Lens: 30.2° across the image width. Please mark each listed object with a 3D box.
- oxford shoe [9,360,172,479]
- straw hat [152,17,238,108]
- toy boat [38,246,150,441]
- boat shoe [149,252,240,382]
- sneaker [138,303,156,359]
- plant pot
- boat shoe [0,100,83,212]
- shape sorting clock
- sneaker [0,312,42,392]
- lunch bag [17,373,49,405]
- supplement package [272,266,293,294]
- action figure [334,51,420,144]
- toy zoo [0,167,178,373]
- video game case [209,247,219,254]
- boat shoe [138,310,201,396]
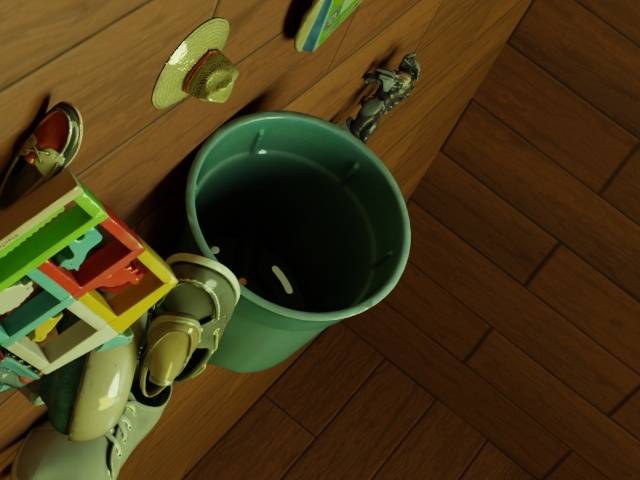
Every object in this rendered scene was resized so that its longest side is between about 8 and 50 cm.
[{"bbox_3d":[-0.374,0.318,1.979,0.130,0.169,0.449,-52,179,24],"label":"oxford shoe"},{"bbox_3d":[-0.133,-0.198,1.437,0.144,0.061,0.144,-50,172,-10],"label":"straw hat"},{"bbox_3d":[-0.297,0.096,1.531,0.318,0.148,0.267,115,-14,-54],"label":"toy boat"},{"bbox_3d":[-0.179,0.110,1.622,0.305,0.109,0.091,111,-2,-64],"label":"boat shoe"},{"bbox_3d":[-0.321,0.171,1.908,0.090,0.081,0.232,-49,172,-51],"label":"sneaker"},{"bbox_3d":[-0.082,0.031,1.833,0.341,0.341,0.334,-46,176,-34],"label":"plant pot"},{"bbox_3d":[-0.284,-0.081,1.193,0.137,0.049,0.043,-51,171,29],"label":"boat shoe"},{"bbox_3d":[0.025,-0.354,1.681,0.206,0.040,0.206,-54,174,-9],"label":"shape sorting clock"},{"bbox_3d":[-0.412,0.138,1.350,0.125,0.104,0.262,-34,167,2],"label":"sneaker"},{"bbox_3d":[-0.394,0.188,1.628,0.053,0.071,0.083,-51,171,8],"label":"lunch bag"},{"bbox_3d":[0.000,0.000,2.548,0.293,0.175,0.177,-45,170,-37],"label":"supplement package"},{"bbox_3d":[0.107,-0.262,2.326,0.285,0.099,0.185,-54,165,-12],"label":"action figure"},{"bbox_3d":[-0.279,0.051,1.304,0.192,0.030,0.293,-35,149,1],"label":"toy zoo"},{"bbox_3d":[-0.138,-0.025,2.251,0.201,0.023,0.183,-51,171,-10],"label":"video game case"},{"bbox_3d":[-0.198,0.155,1.538,0.190,0.068,0.072,119,-19,-59],"label":"boat shoe"}]
